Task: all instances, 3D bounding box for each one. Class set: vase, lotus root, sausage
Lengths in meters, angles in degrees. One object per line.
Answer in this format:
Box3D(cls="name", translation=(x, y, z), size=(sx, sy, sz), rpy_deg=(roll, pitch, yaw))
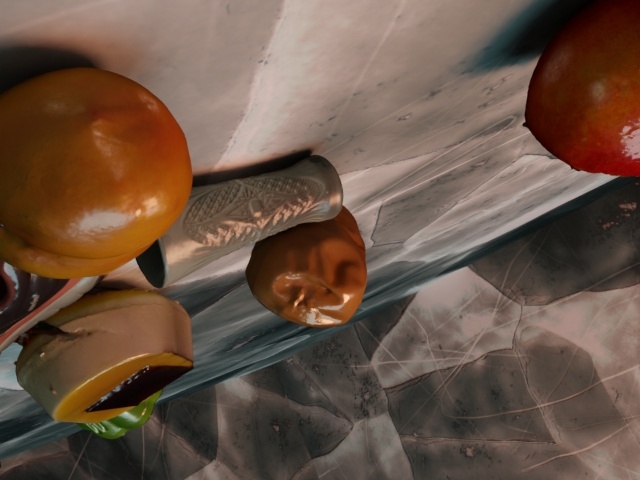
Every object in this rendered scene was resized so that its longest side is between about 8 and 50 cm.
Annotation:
Box3D(cls="vase", translation=(-0.082, -0.030, 0.695), size=(0.219, 0.096, 0.096), rpy_deg=(-20, 168, -30))
Box3D(cls="lotus root", translation=(-0.389, 0.234, 1.138), size=(0.186, 0.186, 0.186), rpy_deg=(-22, 168, -5))
Box3D(cls="sausage", translation=(-0.013, 0.020, 0.821), size=(0.120, 0.136, 0.241), rpy_deg=(-62, -175, 20))

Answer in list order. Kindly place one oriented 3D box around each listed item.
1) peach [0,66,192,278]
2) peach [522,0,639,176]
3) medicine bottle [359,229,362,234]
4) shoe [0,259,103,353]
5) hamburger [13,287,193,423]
Box3D(cls="peach", translation=(-0.156, -0.040, 0.419), size=(0.138, 0.138, 0.138), rpy_deg=(-22, 168, -5))
Box3D(cls="peach", translation=(0.320, -0.156, 0.663), size=(0.226, 0.190, 0.196), rpy_deg=(-36, 175, 26))
Box3D(cls="medicine bottle", translation=(0.000, 0.000, 1.046), size=(0.199, 0.057, 0.057), rpy_deg=(-12, 163, -47))
Box3D(cls="shoe", translation=(-0.311, 0.049, 0.537), size=(0.291, 0.114, 0.137), rpy_deg=(-29, 172, 14))
Box3D(cls="hamburger", translation=(-0.299, 0.154, 0.946), size=(0.227, 0.151, 0.295), rpy_deg=(-28, 161, -7))
